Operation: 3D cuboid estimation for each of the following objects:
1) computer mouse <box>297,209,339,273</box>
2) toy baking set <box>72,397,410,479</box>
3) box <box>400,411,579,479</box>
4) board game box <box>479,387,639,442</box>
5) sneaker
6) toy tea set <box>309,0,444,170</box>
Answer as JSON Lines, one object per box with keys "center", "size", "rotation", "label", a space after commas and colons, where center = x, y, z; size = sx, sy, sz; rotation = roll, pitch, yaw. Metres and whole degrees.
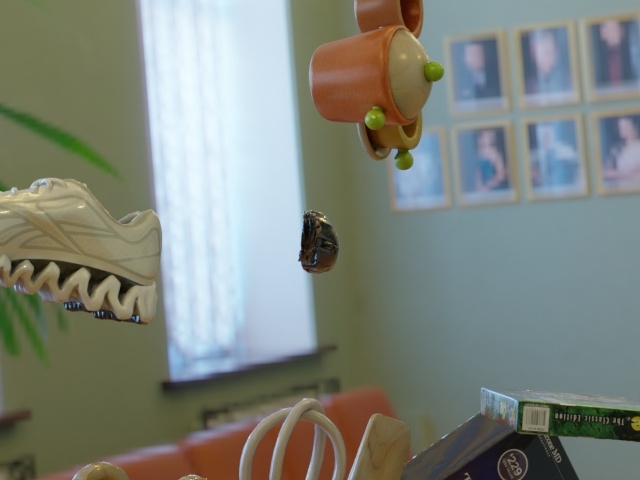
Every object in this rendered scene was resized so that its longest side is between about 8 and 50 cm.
{"center": [0.000, 0.000, 1.960], "size": [0.041, 0.071, 0.242], "rotation": [8, -3, 2], "label": "computer mouse"}
{"center": [-0.042, 0.181, 0.823], "size": [0.256, 0.197, 0.030], "rotation": [-15, 19, -38], "label": "toy baking set"}
{"center": [0.221, 0.341, 2.048], "size": [0.184, 0.261, 0.103], "rotation": [-34, 18, -18], "label": "box"}
{"center": [0.213, 0.145, 1.467], "size": [0.136, 0.030, 0.260], "rotation": [7, -2, 0], "label": "board game box"}
{"center": [-0.279, -0.009, 1.630], "size": [0.292, 0.118, 0.110], "rotation": [18, -6, -29], "label": "sneaker"}
{"center": [0.079, -0.244, 1.727], "size": [0.124, 0.336, 0.200], "rotation": [-4, -6, 25], "label": "toy tea set"}
